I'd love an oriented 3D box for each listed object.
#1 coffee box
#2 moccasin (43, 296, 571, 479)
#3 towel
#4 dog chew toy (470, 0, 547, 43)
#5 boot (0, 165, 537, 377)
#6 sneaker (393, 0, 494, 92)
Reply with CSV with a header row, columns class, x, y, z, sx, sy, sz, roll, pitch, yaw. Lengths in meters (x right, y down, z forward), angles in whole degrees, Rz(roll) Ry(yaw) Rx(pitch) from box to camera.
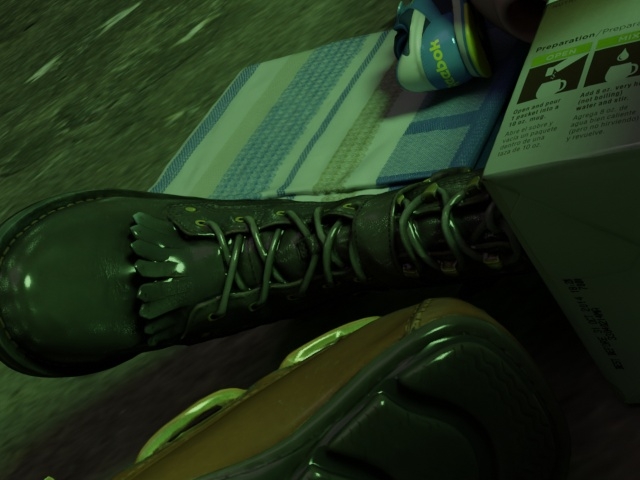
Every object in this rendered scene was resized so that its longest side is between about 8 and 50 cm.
class,x,y,z,sx,sy,sz,roll,pitch,yaw
coffee box,0.171,-0.069,0.486,0.098,0.141,0.246,-10,41,37
moccasin,-0.078,0.153,0.444,0.380,0.139,0.147,-43,9,-11
towel,0.011,-0.078,0.764,0.285,0.034,0.209,-6,40,38
dog chew toy,0.176,-0.256,0.692,0.207,0.206,0.332,-5,52,42
boot,0.000,0.000,0.520,0.229,0.091,0.263,-10,1,42
sneaker,0.074,-0.144,0.718,0.059,0.053,0.144,-24,30,19
